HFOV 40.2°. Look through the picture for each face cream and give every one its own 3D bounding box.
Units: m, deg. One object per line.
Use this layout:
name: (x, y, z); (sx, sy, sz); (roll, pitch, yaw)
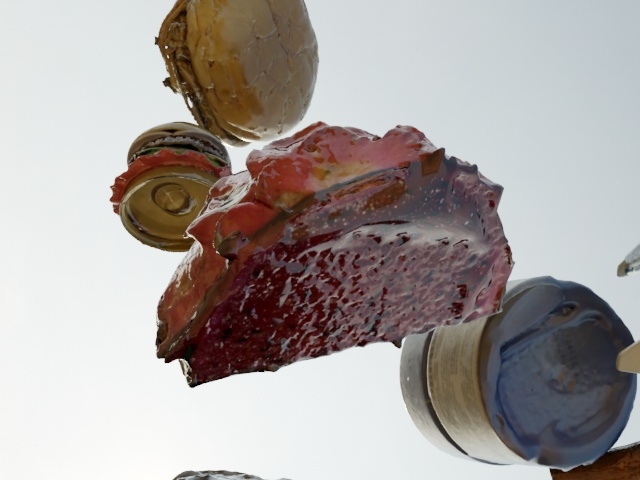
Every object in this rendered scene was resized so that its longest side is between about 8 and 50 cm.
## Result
face cream: (0.260, 0.178, 1.167); (0.225, 0.249, 0.249); (160, -81, -68)

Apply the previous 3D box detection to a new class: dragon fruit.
dragon fruit: (0.000, 0.000, 0.592); (0.189, 0.262, 0.163); (16, -65, 58)

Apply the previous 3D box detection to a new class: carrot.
carrot: (0.375, 0.289, 1.121); (0.161, 0.055, 0.055); (-15, -95, 19)

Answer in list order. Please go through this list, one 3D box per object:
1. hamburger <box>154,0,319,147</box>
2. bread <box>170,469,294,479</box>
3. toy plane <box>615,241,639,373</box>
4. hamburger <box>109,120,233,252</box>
hamburger: (-0.120, -0.299, 1.426); (0.158, 0.318, 0.318); (5, -80, 34)
bread: (-0.052, 0.244, 0.610); (0.247, 0.232, 0.135); (12, -74, 45)
toy plane: (0.438, 0.042, 1.050); (0.267, 0.123, 0.267); (-169, -90, -80)
hamburger: (-0.185, -0.079, 1.162); (0.175, 0.175, 0.137); (-51, -152, 39)
